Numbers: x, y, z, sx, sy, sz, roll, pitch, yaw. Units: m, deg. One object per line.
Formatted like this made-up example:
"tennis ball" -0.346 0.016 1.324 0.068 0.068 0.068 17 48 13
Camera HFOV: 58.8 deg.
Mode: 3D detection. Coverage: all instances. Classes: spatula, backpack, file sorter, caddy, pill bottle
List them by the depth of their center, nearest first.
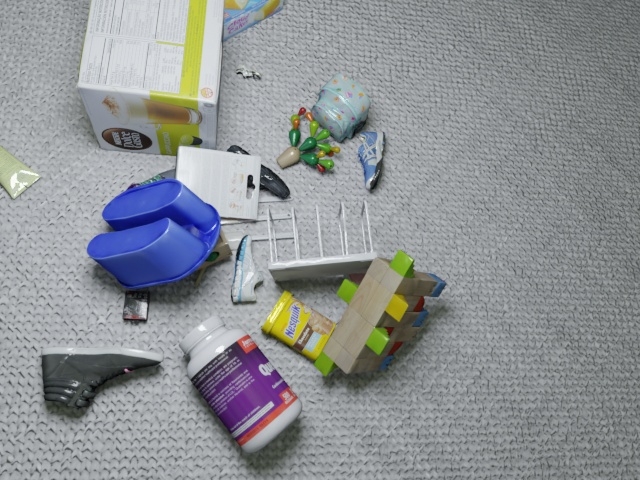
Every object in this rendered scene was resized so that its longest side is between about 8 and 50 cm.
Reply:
"pill bottle" -0.204 0.348 1.409 0.181 0.181 0.323 -37 82 -20
"caddy" -0.412 -0.008 1.435 0.341 0.179 0.241 -10 51 27
"file sorter" 0.000 0.000 1.528 0.277 0.193 0.173 -5 78 -1
"spatula" -0.189 -0.059 1.644 0.241 0.019 0.168 -4 68 -14
"backpack" 0.062 -0.403 1.720 0.166 0.188 0.144 44 69 4

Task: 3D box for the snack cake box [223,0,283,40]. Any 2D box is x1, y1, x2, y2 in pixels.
"snack cake box" -0.266 -0.771 1.834 0.264 0.089 0.152 -37 83 -21

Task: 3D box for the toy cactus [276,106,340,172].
"toy cactus" -0.052 -0.282 1.717 0.180 0.112 0.219 -34 83 -1

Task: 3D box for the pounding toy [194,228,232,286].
"pounding toy" -0.316 0.025 1.549 0.130 0.100 0.141 -23 63 -8

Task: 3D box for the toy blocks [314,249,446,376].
"toy blocks" 0.179 0.201 1.502 0.190 0.261 0.381 38 106 35

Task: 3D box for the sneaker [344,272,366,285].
"sneaker" 0.111 0.122 1.621 0.070 0.051 0.134 -13 70 -10

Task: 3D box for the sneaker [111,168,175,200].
"sneaker" -0.469 -0.137 1.567 0.223 0.098 0.083 -38 82 -20

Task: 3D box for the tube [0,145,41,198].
"tube" -0.883 -0.223 1.539 0.240 0.062 0.070 42 112 -1

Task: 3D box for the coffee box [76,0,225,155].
"coffee box" -0.442 -0.454 1.554 0.334 0.338 0.338 4 72 -10

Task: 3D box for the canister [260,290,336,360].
"canister" -0.058 0.232 1.538 0.169 0.073 0.126 32 68 -1

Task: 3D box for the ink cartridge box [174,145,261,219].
"ink cartridge box" -0.294 -0.157 1.606 0.232 0.066 0.189 5 87 -21

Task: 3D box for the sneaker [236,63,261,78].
"sneaker" -0.227 -0.524 1.791 0.083 0.032 0.037 24 82 3

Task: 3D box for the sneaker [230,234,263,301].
"sneaker" -0.197 0.080 1.571 0.082 0.071 0.191 8 78 -15

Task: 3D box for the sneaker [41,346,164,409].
"sneaker" -0.535 0.337 1.392 0.295 0.104 0.147 0 73 -5

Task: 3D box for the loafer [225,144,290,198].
"loafer" -0.189 -0.190 1.664 0.223 0.076 0.078 37 101 -1

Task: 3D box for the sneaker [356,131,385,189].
"sneaker" 0.149 -0.247 1.750 0.081 0.080 0.211 9 60 -2

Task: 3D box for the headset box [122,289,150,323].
"headset box" -0.483 0.176 1.491 0.062 0.032 0.083 4 71 -10
